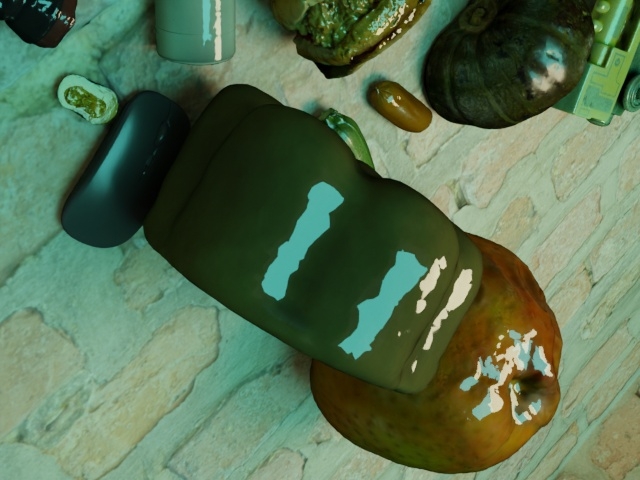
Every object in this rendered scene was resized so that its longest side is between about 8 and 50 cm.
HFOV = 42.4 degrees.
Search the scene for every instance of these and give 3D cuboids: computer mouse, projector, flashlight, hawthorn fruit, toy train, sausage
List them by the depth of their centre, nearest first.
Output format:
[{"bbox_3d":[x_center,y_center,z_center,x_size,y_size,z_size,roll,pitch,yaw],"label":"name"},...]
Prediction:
[{"bbox_3d":[-0.376,-0.288,0.877,0.232,0.093,0.093,21,99,-45],"label":"flashlight"},{"bbox_3d":[-0.156,-0.391,1.009,0.108,0.108,0.338,-20,127,-35],"label":"projector"},{"bbox_3d":[-0.261,-0.091,1.129,0.120,0.057,0.232,32,91,-49],"label":"computer mouse"},{"bbox_3d":[0.144,-0.227,1.436,0.062,0.054,0.183,-37,146,20],"label":"sausage"},{"bbox_3d":[0.219,0.199,1.492,0.471,0.471,0.472,-23,129,-32],"label":"hawthorn fruit"},{"bbox_3d":[0.603,-0.422,1.693,0.237,0.150,0.369,6,109,-39],"label":"toy train"}]

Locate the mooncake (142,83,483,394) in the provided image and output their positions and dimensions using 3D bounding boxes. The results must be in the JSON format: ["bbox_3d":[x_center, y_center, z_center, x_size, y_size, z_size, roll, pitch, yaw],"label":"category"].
[{"bbox_3d":[0.000,0.000,1.137,0.467,0.467,0.262,32,91,-49],"label":"mooncake"}]

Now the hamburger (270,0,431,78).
[{"bbox_3d":[0.041,-0.353,1.142,0.163,0.244,0.244,42,82,-27],"label":"hamburger"}]

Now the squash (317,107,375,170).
[{"bbox_3d":[0.048,-0.134,1.388,0.077,0.068,0.219,-20,135,9],"label":"squash"}]

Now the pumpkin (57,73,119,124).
[{"bbox_3d":[-0.300,-0.183,1.057,0.083,0.028,0.050,32,89,-40],"label":"pumpkin"}]

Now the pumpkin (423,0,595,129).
[{"bbox_3d":[0.360,-0.324,1.457,0.242,0.232,0.325,27,98,-51],"label":"pumpkin"}]
